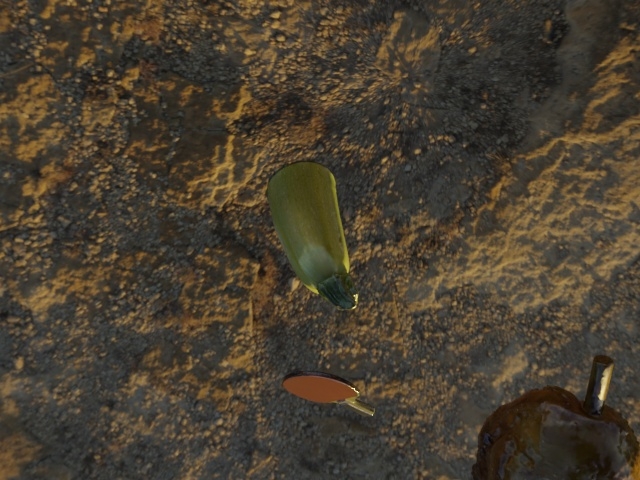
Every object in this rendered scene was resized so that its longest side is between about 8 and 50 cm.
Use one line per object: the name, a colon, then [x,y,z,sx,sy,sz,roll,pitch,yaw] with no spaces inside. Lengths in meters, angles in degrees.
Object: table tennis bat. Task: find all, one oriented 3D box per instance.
table tennis bat: [0.009,0.112,0.383,0.050,0.007,0.083,-25,133,37]

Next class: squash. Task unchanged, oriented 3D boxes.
squash: [0.000,0.000,0.622,0.095,0.224,0.094,-10,133,-11]

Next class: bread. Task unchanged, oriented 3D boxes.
bread: [0.177,0.219,0.406,0.124,0.084,0.343,8,126,19]
